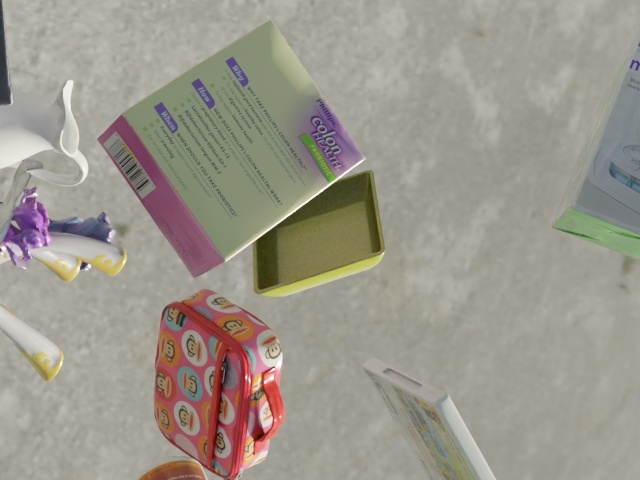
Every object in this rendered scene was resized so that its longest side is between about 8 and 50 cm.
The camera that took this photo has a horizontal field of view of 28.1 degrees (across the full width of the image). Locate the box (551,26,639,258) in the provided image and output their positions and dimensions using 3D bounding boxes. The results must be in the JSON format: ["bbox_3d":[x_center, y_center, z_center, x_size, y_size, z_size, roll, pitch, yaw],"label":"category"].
[{"bbox_3d":[0.384,-0.110,1.529,0.262,0.126,0.231,29,82,-83],"label":"box"}]

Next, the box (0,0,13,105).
[{"bbox_3d":[-0.358,-0.197,1.115,0.158,0.093,0.156,-7,116,-19],"label":"box"}]

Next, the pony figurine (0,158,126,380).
[{"bbox_3d":[-0.442,0.006,1.664,0.363,0.303,0.351,21,108,-45],"label":"pony figurine"}]

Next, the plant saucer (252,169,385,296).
[{"bbox_3d":[0.000,0.000,1.782,0.188,0.188,0.045,-95,163,-51],"label":"plant saucer"}]

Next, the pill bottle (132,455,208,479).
[{"bbox_3d":[-0.196,0.434,1.883,0.121,0.216,0.121,-17,139,-16],"label":"pill bottle"}]

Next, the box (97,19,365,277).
[{"bbox_3d":[-0.110,-0.114,1.588,0.243,0.117,0.214,-37,95,-26],"label":"box"}]

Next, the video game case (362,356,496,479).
[{"bbox_3d":[0.157,0.266,1.663,0.026,0.206,0.227,-35,110,-15],"label":"video game case"}]

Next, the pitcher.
[{"bbox_3d":[-0.439,-0.142,1.805,0.125,0.207,0.178,-88,174,-48],"label":"pitcher"}]

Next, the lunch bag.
[{"bbox_3d":[-0.164,0.254,2.181,0.120,0.258,0.293,-23,131,-42],"label":"lunch bag"}]
